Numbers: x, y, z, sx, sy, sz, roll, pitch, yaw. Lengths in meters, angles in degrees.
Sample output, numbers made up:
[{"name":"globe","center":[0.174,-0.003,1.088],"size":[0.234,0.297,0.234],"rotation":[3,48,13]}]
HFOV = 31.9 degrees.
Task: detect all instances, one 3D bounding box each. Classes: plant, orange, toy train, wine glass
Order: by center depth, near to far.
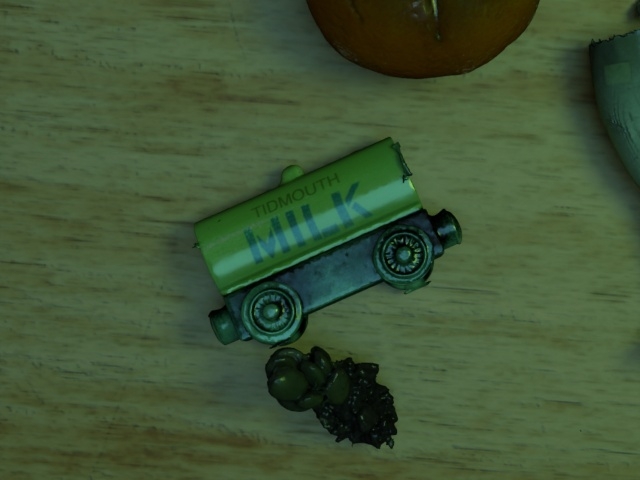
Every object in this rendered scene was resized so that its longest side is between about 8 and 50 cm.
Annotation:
[{"name":"wine glass","center":[0.282,-0.026,0.986],"size":[0.096,0.264,0.309],"rotation":[-9,100,36]},{"name":"orange","center":[0.090,-0.248,0.987],"size":[0.224,0.170,0.224],"rotation":[0,96,0]},{"name":"plant","center":[0.012,0.146,1.061],"size":[0.174,0.085,0.087],"rotation":[32,99,-40]},{"name":"toy train","center":[0.000,0.000,1.066],"size":[0.253,0.105,0.157],"rotation":[-23,83,3]}]

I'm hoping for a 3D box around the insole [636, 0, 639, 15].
[{"name":"insole","center":[0.384,-0.261,1.042],"size":[0.193,0.065,0.006],"rotation":[-33,128,7]}]
